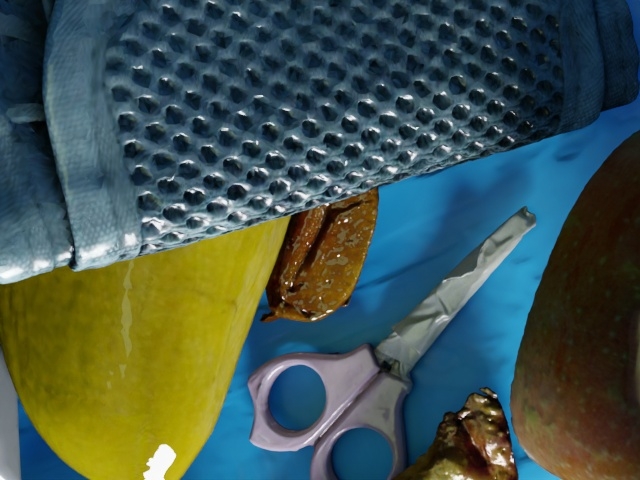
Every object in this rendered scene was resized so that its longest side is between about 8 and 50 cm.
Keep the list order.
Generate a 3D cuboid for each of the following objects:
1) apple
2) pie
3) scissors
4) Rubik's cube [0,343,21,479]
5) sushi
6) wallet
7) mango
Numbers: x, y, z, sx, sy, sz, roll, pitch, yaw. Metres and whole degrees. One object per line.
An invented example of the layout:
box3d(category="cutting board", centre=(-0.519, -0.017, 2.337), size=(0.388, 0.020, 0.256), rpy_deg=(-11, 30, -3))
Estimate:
box3d(category="apple", centre=(0.193, 0.051, 0.552), size=(0.207, 0.174, 0.188), rpy_deg=(25, 80, -25))
box3d(category="pie", centre=(0.053, 0.170, 0.681), size=(0.088, 0.033, 0.191), rpy_deg=(43, 110, -6))
box3d(category="scissors", centre=(0.046, 0.061, 0.687), size=(0.110, 0.021, 0.212), rpy_deg=(44, 108, 9))
box3d(category="Rubik's cube", centre=(-0.329, 0.048, 0.694), size=(0.224, 0.221, 0.231), rpy_deg=(-16, 68, 21))
box3d(category="sushi", centre=(0.000, 0.000, 0.685), size=(0.052, 0.055, 0.120), rpy_deg=(16, 103, -2))
box3d(category="wallet", centre=(-0.015, -0.135, 0.564), size=(0.342, 0.075, 0.237), rpy_deg=(-16, 86, -23))
box3d(category="mango", centre=(-0.105, -0.040, 0.671), size=(0.195, 0.142, 0.332), rpy_deg=(21, 99, 39))
